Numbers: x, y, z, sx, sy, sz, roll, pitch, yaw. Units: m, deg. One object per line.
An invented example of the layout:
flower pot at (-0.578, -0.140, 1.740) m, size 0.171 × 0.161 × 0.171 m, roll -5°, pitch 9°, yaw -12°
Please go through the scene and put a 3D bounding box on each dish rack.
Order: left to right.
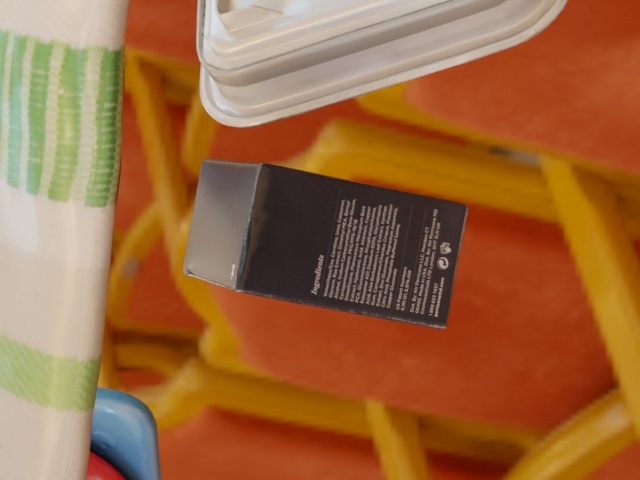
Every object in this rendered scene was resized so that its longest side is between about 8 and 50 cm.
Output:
dish rack at (0.029, -0.254, 1.288) m, size 0.072 × 0.285 × 0.333 m, roll 51°, pitch -150°, yaw -46°

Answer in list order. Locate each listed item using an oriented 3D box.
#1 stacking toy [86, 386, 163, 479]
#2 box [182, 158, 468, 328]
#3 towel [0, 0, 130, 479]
stacking toy at (-0.188, 0.224, 0.925) m, size 0.302 × 0.165 × 0.175 m, roll -79°, pitch -8°, yaw -47°
box at (0.000, 0.000, 1.275) m, size 0.156 × 0.158 × 0.093 m, roll -169°, pitch 89°, yaw -71°
towel at (-0.144, -0.078, 0.435) m, size 0.247 × 0.038 × 0.325 m, roll 16°, pitch 107°, yaw 32°
